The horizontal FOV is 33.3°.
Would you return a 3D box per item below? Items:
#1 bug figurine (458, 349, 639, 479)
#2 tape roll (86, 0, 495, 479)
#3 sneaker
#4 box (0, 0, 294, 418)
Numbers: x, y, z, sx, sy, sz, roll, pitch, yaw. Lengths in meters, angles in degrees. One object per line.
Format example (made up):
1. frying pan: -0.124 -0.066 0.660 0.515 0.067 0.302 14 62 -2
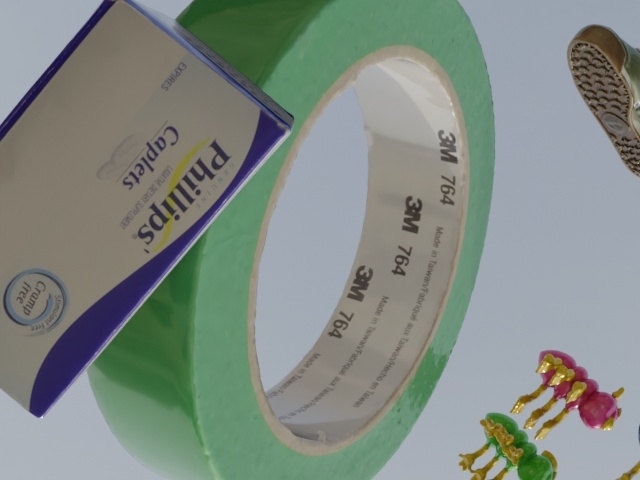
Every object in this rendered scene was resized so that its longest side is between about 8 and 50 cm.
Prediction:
1. bug figurine: 0.244 0.212 0.973 0.072 0.279 0.216 -25 -116 -35
2. tape roll: 0.000 0.000 0.627 0.077 0.321 0.321 16 -100 31
3. sneaker: 0.294 -0.143 0.982 0.086 0.192 0.064 -50 -143 -14
4. box: -0.077 -0.019 0.397 0.072 0.137 0.126 40 -85 -6
